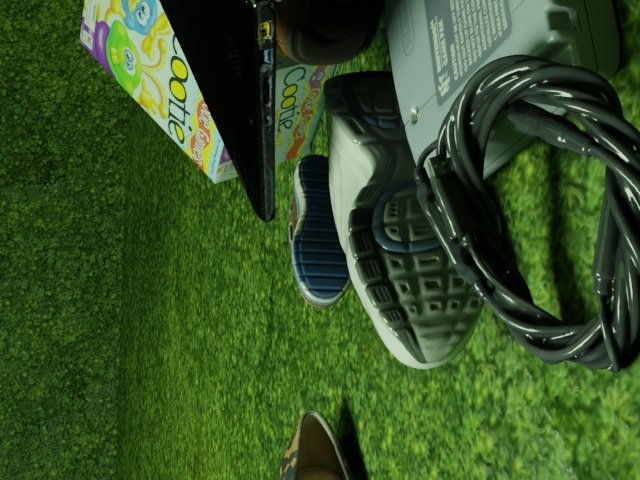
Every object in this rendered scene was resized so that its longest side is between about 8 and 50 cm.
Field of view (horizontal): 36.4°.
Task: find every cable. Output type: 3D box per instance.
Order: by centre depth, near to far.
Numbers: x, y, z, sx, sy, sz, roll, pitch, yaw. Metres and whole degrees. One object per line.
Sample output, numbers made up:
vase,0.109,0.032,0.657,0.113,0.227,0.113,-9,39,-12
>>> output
cable,0.133,-0.012,0.558,0.150,0.047,0.184,-42,69,45

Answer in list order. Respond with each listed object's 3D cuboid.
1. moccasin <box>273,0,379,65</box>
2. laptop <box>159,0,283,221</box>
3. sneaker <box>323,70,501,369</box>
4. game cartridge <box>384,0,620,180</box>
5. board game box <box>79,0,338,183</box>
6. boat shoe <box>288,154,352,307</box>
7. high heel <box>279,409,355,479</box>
moccasin,0.028,-0.339,0.860,0.380,0.139,0.147,101,153,-50
laptop,-0.010,-0.300,0.740,0.408,0.236,0.382,95,154,-60
sneaker,0.063,-0.011,0.758,0.297,0.111,0.129,-97,9,-48
game cartridge,0.109,-0.194,0.681,0.198,0.062,0.297,130,140,-62
board game box,-0.131,-0.216,1.091,0.275,0.142,0.144,45,136,26
boat shoe,0.000,0.000,0.979,0.066,0.066,0.183,108,167,-48
high heel,0.009,0.244,0.836,0.261,0.093,0.186,144,121,-78
